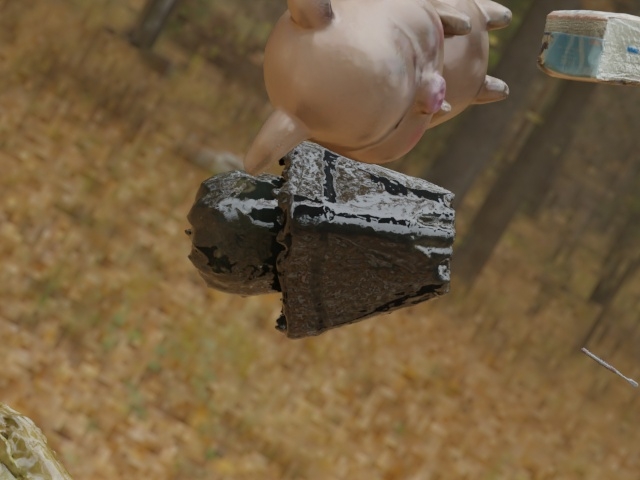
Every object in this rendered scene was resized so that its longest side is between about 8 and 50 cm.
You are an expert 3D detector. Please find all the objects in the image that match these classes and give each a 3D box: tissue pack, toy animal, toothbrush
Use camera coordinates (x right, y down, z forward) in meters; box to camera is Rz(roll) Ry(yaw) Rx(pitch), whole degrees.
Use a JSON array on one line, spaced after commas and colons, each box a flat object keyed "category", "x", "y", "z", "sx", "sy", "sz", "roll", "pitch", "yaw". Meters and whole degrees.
[{"category": "tissue pack", "x": 0.233, "y": -0.159, "z": 1.542, "sx": 0.074, "sy": 0.058, "sz": 0.094, "roll": 5, "pitch": 6, "yaw": -26}, {"category": "toy animal", "x": 0.043, "y": -0.147, "z": 1.500, "sx": 0.154, "sy": 0.166, "sz": 0.250, "roll": 3, "pitch": 11, "yaw": 28}, {"category": "toothbrush", "x": 0.369, "y": 0.162, "z": 2.389, "sx": 0.097, "sy": 0.006, "sz": 0.008, "roll": 33, "pitch": 7, "yaw": -20}]

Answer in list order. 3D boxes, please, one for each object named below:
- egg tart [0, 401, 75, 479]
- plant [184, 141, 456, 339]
[{"category": "egg tart", "x": -0.333, "y": 0.293, "z": 1.663, "sx": 0.341, "sy": 0.341, "sz": 0.129, "roll": 33, "pitch": 31, "yaw": 28}, {"category": "plant", "x": 0.000, "y": 0.000, "z": 1.762, "sx": 0.256, "sy": 0.164, "sz": 0.141, "roll": 2, "pitch": 39, "yaw": 6}]
